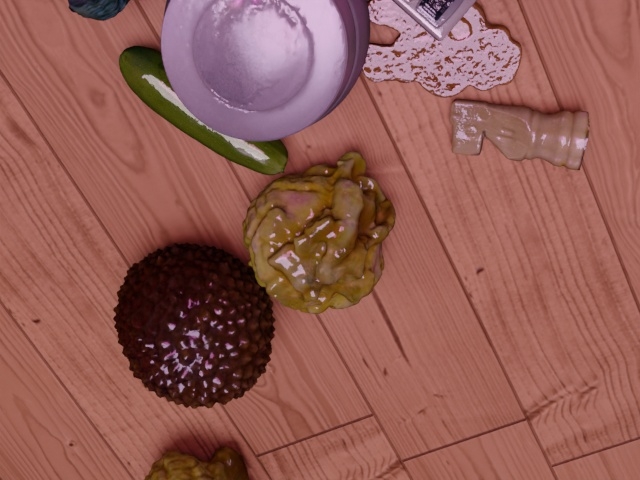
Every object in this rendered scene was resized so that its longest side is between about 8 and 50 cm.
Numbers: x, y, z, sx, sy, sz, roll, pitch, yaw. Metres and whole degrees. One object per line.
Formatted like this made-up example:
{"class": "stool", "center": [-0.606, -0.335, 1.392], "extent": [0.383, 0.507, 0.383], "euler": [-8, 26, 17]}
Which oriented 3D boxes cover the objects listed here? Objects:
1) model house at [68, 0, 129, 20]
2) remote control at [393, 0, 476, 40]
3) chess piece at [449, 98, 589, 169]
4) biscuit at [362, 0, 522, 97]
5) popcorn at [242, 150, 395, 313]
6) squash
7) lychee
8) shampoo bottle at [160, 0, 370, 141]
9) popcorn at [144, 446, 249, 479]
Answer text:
{"class": "model house", "center": [-0.213, -0.418, 1.042], "extent": [0.240, 0.261, 0.226], "euler": [-8, 86, 6]}
{"class": "remote control", "center": [0.123, -0.368, 1.155], "extent": [0.190, 0.029, 0.087], "euler": [41, 98, -4]}
{"class": "chess piece", "center": [0.291, -0.161, 1.249], "extent": [0.200, 0.090, 0.090], "euler": [10, 117, 12]}
{"class": "biscuit", "center": [0.172, -0.282, 1.213], "extent": [0.236, 0.040, 0.144], "euler": [12, 121, -2]}
{"class": "popcorn", "center": [0.000, 0.000, 1.277], "extent": [0.259, 0.212, 0.259], "euler": [3, 124, 5]}
{"class": "squash", "center": [-0.174, -0.190, 1.258], "extent": [0.292, 0.082, 0.082], "euler": [34, 114, -13]}
{"class": "lychee", "center": [-0.202, 0.141, 1.333], "extent": [0.267, 0.267, 0.268], "euler": [2, 117, 3]}
{"class": "shampoo bottle", "center": [-0.071, -0.274, 1.108], "extent": [0.272, 0.266, 0.273], "euler": [2, 117, 5]}
{"class": "popcorn", "center": [-0.210, 0.500, 1.547], "extent": [0.251, 0.206, 0.237], "euler": [9, 103, -13]}
